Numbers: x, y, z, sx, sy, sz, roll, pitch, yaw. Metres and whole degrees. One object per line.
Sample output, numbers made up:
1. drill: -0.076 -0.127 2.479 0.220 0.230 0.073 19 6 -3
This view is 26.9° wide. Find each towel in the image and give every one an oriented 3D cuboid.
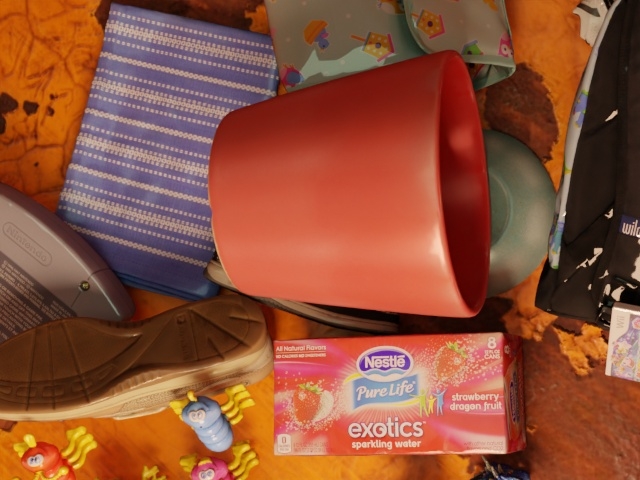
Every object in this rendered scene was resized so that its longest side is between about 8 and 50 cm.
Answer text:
1. towel: -0.191 -0.107 1.610 0.243 0.040 0.336 15 89 19

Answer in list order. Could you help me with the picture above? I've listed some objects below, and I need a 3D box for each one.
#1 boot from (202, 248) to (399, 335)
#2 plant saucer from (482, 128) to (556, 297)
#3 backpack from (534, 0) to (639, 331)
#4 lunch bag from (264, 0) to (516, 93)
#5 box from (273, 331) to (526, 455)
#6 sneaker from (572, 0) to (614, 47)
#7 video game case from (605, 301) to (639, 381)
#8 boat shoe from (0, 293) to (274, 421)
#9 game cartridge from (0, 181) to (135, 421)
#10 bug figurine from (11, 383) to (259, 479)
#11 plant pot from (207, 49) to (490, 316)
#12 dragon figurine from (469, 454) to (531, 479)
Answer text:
1. boot: -0.001 -0.001 1.512 0.236 0.085 0.178 18 87 18
2. plant saucer: 0.163 -0.032 1.484 0.195 0.037 0.195 -2 83 18
3. backpack: 0.374 -0.105 1.318 0.290 0.273 0.355 6 116 23
4. lunch bag: 0.074 -0.261 1.478 0.262 0.160 0.223 -12 75 5
5. box: 0.085 0.167 1.442 0.257 0.122 0.128 -3 82 18
6. sneaker: 0.310 -0.218 1.459 0.044 0.040 0.109 -26 72 31
7. video game case: 0.335 0.106 1.271 0.122 0.011 0.087 11 129 18
8. boat shoe: -0.219 0.154 1.510 0.341 0.110 0.121 -9 54 4
9. game cartridge: -0.371 0.053 1.612 0.297 0.062 0.198 38 103 11
10. bug figurine: -0.190 0.250 1.483 0.279 0.216 0.072 -17 49 12
11. plant pot: 0.032 -0.047 1.361 0.243 0.275 0.275 -5 82 17
12. dragon figurine: 0.094 0.303 1.442 0.289 0.085 0.144 -3 81 14
